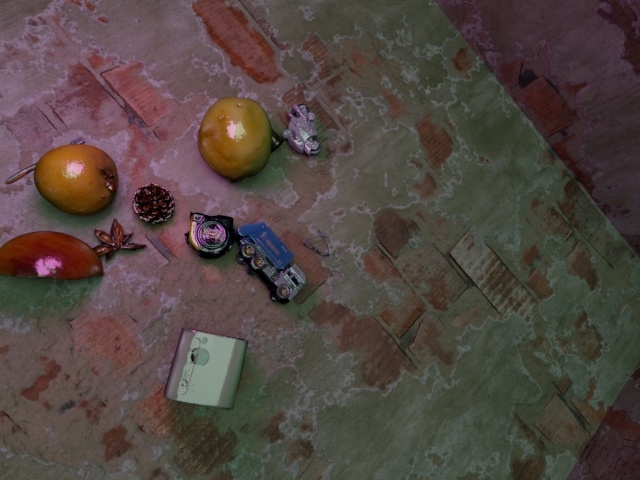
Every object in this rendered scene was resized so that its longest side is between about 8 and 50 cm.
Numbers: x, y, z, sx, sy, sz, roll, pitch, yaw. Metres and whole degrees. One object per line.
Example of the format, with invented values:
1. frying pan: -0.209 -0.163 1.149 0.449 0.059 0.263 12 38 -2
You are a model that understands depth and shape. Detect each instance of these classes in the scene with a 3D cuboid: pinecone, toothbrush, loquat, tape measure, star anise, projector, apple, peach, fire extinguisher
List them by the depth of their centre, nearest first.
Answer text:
1. apple: -0.978 0.071 1.578 0.346 0.179 0.254 6 46 -12
2. loquat: -0.880 -0.223 1.624 0.275 0.275 0.275 4 78 -17
3. projector: -0.423 0.468 1.637 0.248 0.248 0.249 16 75 -15
4. toothbrush: -1.063 -0.310 1.708 0.321 0.023 0.031 -41 86 -22
5. star anise: -0.806 -0.006 1.712 0.212 0.053 0.157 -22 90 -17
6. pinecone: -0.659 -0.152 1.732 0.163 0.165 0.163 3 75 -13
7. tape measure: -0.453 -0.015 1.803 0.199 0.112 0.186 6 70 -11
8. peach: -0.341 -0.419 1.828 0.281 0.314 0.315 -12 80 -56
9. fire extinguisher: -0.267 -0.522 1.968 0.252 0.106 0.075 48 46 -4

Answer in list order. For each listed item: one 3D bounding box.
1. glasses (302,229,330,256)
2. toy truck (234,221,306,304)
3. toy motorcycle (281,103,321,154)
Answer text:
1. glasses: 0.000 0.000 1.972 0.140 0.062 0.104 31 70 -11
2. toy truck: -0.219 0.090 1.838 0.175 0.146 0.367 -41 93 -25
3. toy motorcycle: -0.098 -0.503 2.024 0.171 0.110 0.260 -16 79 -9
